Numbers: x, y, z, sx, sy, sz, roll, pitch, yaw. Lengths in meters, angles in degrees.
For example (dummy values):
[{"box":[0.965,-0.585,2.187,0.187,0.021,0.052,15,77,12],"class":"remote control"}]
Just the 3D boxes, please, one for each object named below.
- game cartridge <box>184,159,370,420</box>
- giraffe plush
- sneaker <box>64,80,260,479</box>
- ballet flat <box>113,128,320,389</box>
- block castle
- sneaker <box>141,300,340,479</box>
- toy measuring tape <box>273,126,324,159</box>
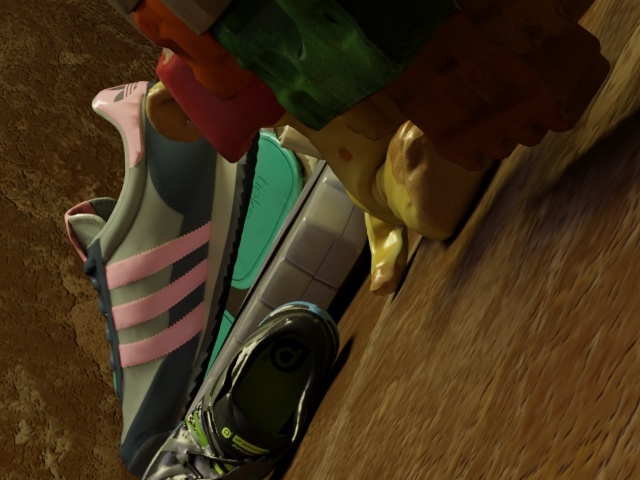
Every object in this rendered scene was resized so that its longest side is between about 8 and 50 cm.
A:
[{"box":[0.000,0.000,1.325,0.230,0.068,0.355,-55,5,29],"class":"game cartridge"},{"box":[0.011,-0.092,0.897,0.181,0.170,0.210,-62,3,-28],"class":"giraffe plush"},{"box":[-0.134,0.029,1.327,0.112,0.131,0.319,-77,0,-74],"class":"sneaker"},{"box":[-0.066,0.034,1.729,0.409,0.147,0.147,-55,6,37],"class":"ballet flat"},{"box":[0.065,-0.188,0.605,0.303,0.213,0.453,-49,7,-14],"class":"block castle"},{"box":[-0.053,0.116,0.998,0.188,0.067,0.078,-58,-3,-1],"class":"sneaker"},{"box":[-0.005,-0.156,1.376,0.121,0.121,0.330,-60,11,13],"class":"toy measuring tape"}]
